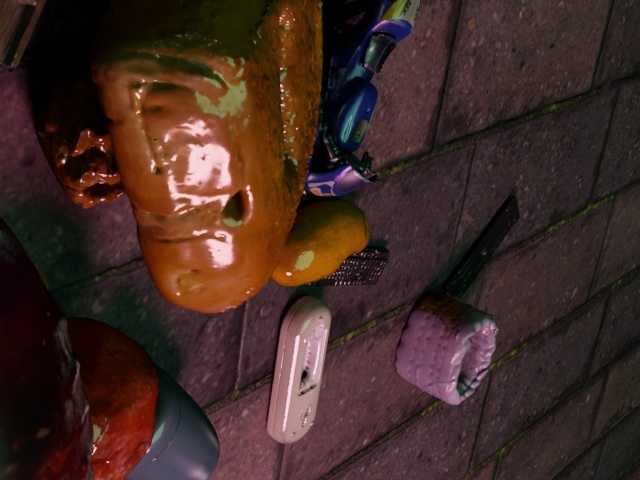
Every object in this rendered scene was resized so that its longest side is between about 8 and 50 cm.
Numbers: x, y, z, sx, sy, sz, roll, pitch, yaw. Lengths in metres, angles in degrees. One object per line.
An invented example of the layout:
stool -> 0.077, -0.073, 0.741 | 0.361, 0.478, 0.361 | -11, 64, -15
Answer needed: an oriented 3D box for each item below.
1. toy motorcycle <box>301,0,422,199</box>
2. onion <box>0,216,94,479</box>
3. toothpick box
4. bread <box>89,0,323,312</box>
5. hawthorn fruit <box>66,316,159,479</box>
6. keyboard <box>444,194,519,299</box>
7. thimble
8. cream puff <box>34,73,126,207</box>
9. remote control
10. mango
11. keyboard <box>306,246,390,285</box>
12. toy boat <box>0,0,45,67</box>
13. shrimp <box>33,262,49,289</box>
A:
toy motorcycle -> 0.014, -0.156, 1.257 | 0.113, 0.169, 0.315 | 17, 98, -58
onion -> -0.319, 0.081, 0.798 | 0.420, 0.399, 0.398 | -62, 162, -61
toothpick box -> -0.183, 0.208, 1.273 | 0.120, 0.120, 0.184 | -56, 152, -13
bread -> -0.074, -0.131, 1.047 | 0.337, 0.148, 0.328 | -77, 165, -46
hawthorn fruit -> -0.239, 0.159, 1.102 | 0.179, 0.174, 0.173 | -40, 142, -51
keyboard -> 0.262, 0.017, 1.903 | 0.204, 0.013, 0.061 | -51, 146, -21
thimble -> 0.196, 0.166, 1.812 | 0.127, 0.118, 0.151 | -13, 122, -50
cream puff -> -0.199, -0.089, 1.048 | 0.094, 0.122, 0.116 | -31, 160, -19
remote control -> -0.026, 0.174, 1.554 | 0.078, 0.042, 0.221 | -25, 131, -48
mango -> 0.000, 0.000, 1.434 | 0.190, 0.075, 0.098 | -23, 125, -46
keyboard -> 0.034, 0.034, 1.570 | 0.195, 0.018, 0.060 | 3, 112, -56
toy boat -> -0.260, -0.190, 0.932 | 0.093, 0.055, 0.293 | 24, 91, -58
shrimp -> -0.313, 0.090, 1.064 | 0.184, 0.043, 0.091 | -43, 146, -33
